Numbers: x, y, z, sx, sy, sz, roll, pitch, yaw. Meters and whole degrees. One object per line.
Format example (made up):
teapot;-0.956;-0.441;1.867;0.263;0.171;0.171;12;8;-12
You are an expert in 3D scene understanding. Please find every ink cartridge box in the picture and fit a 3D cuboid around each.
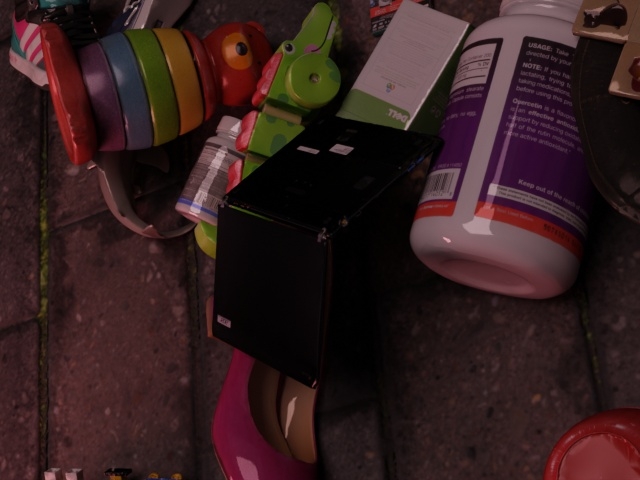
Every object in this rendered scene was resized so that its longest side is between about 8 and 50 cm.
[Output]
ink cartridge box;0.101;-0.177;1.559;0.109;0.062;0.209;30;88;38

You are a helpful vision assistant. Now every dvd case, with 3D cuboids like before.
dvd case;0.103;-0.325;1.655;0.087;0.013;0.119;-15;63;27

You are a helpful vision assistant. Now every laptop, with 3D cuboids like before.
laptop;0.000;0.000;1.414;0.264;0.137;0.234;-41;30;-19

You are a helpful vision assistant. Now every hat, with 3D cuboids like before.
hat;0.410;-0.124;1.287;0.331;0.134;0.331;-8;63;17

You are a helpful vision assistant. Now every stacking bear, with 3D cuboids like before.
stacking bear;-0.196;-0.206;1.661;0.289;0.164;0.175;-15;77;-14

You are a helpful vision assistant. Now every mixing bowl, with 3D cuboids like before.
mixing bowl;0.284;0.237;1.240;0.181;0.098;0.181;-13;64;28

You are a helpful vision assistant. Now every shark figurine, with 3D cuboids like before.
shark figurine;-0.275;-0.095;1.734;0.166;0.116;0.278;-27;56;22

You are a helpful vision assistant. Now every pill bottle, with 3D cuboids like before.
pill bottle;-0.124;-0.085;1.652;0.078;0.078;0.137;19;80;37
pill bottle;0.219;-0.112;1.381;0.181;0.181;0.323;8;74;35

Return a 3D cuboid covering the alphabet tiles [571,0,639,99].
alphabet tiles;0.434;-0.243;1.252;0.342;0.011;0.285;15;72;25

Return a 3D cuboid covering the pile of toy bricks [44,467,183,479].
pile of toy bricks;-0.257;0.341;1.548;0.212;0.118;0.105;-3;100;22

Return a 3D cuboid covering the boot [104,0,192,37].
boot;-0.249;-0.328;1.843;0.086;0.069;0.190;32;92;41

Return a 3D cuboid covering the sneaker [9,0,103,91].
sneaker;-0.356;-0.312;1.820;0.295;0.123;0.178;28;120;50

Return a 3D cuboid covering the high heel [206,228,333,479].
high heel;-0.031;0.155;1.450;0.181;0.127;0.377;-38;50;26

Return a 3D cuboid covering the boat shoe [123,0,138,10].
boat shoe;-0.246;-0.384;1.886;0.125;0.038;0.046;-62;17;-6

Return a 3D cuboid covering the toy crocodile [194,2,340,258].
toy crocodile;-0.057;-0.132;1.576;0.115;0.105;0.341;159;131;-76
